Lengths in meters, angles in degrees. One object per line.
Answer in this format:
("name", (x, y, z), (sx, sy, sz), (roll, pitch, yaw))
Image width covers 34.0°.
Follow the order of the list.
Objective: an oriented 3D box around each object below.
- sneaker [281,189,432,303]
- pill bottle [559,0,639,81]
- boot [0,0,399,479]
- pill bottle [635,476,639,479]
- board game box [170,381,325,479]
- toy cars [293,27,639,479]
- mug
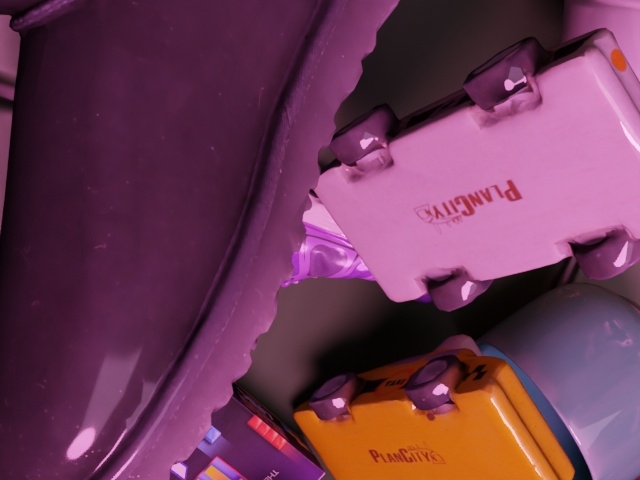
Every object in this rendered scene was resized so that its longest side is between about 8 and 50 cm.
("sneaker", (0.000, 0.000, 0.624), (0.169, 0.068, 0.071), (23, 116, -19))
("pill bottle", (0.216, -0.252, 0.530), (0.187, 0.188, 0.334), (-3, 112, -21))
("boot", (-0.190, -0.137, 0.395), (0.445, 0.146, 0.367), (36, 65, -32))
("pill bottle", (0.138, 0.289, 0.682), (0.318, 0.176, 0.176), (-29, 119, -24))
("board game box", (-0.105, 0.156, 0.641), (0.170, 0.048, 0.141), (-46, 118, 0))
("toy cars", (0.081, 0.034, 0.550), (0.087, 0.176, 0.394), (-42, 152, -35))
("mug", (0.173, 0.093, 0.694), (0.097, 0.158, 0.129), (-32, 94, -10))
